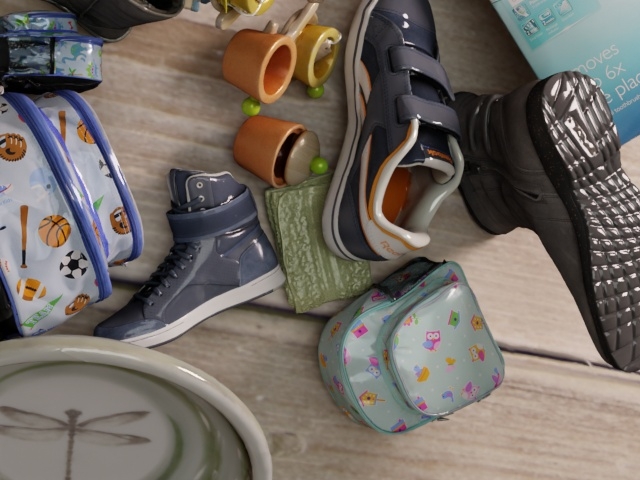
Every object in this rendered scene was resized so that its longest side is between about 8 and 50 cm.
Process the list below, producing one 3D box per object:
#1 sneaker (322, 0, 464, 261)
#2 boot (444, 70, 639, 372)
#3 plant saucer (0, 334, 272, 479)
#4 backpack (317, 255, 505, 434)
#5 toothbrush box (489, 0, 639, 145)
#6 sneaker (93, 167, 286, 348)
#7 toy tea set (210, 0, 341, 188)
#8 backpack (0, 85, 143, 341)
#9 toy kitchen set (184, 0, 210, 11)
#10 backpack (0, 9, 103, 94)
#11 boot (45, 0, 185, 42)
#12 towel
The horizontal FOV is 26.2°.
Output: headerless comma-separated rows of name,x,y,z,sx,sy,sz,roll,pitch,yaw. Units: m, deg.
sneaker,0.097,-0.133,1.504,0.126,0.127,0.321,13,82,-41
boot,0.261,-0.021,1.534,0.118,0.222,0.338,-18,94,-27
plant saucer,-0.248,0.209,1.370,0.400,0.101,0.401,-2,133,-3
backpack,0.099,0.126,1.526,0.188,0.144,0.166,-28,105,-12
toothbrush box,0.314,-0.271,1.540,0.216,0.126,0.296,-31,95,11
sneaker,-0.160,0.013,1.460,0.226,0.086,0.163,-27,110,-25
toy tea set,-0.008,-0.199,1.425,0.124,0.336,0.200,23,53,21
backpack,-0.289,-0.025,1.330,0.213,0.263,0.277,-31,102,-11
toy kitchen set,-0.100,-0.344,1.432,0.122,0.166,0.207,13,88,-17
backpack,-0.281,-0.193,1.413,0.114,0.105,0.084,2,91,-19
boot,-0.237,-0.268,1.369,0.189,0.208,0.076,31,85,-16
towel,0.000,0.000,1.549,0.110,0.027,0.148,-14,95,-18
